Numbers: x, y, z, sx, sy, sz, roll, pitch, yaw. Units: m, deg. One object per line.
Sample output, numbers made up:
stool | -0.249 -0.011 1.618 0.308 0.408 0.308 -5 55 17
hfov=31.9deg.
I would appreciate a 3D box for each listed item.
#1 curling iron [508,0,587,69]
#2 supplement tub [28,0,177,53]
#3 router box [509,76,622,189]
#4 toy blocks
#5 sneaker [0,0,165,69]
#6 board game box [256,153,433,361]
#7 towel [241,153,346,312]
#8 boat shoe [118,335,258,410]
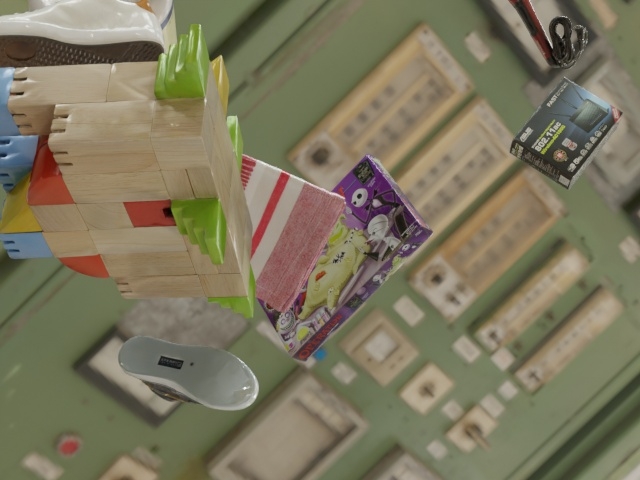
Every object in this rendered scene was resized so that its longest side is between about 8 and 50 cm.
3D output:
curling iron | 0.281 -0.356 1.550 0.274 0.068 0.035 58 17 8
supplement tub | -0.361 -0.316 1.924 0.235 0.235 0.325 47 -26 29
router box | 0.315 -0.138 1.433 0.092 0.122 0.038 34 -19 17
toy blocks | -0.221 -0.052 1.161 0.381 0.261 0.190 80 10 -56
sneaker | -0.383 -0.314 1.662 0.106 0.290 0.123 121 -40 -54
board game box | 0.028 0.032 2.051 0.056 0.347 0.208 26 23 -45
towel | -0.154 -0.037 1.533 0.329 0.237 0.037 22 43 -5
boat shoe | -0.139 0.159 1.285 0.183 0.065 0.083 14 -21 28
